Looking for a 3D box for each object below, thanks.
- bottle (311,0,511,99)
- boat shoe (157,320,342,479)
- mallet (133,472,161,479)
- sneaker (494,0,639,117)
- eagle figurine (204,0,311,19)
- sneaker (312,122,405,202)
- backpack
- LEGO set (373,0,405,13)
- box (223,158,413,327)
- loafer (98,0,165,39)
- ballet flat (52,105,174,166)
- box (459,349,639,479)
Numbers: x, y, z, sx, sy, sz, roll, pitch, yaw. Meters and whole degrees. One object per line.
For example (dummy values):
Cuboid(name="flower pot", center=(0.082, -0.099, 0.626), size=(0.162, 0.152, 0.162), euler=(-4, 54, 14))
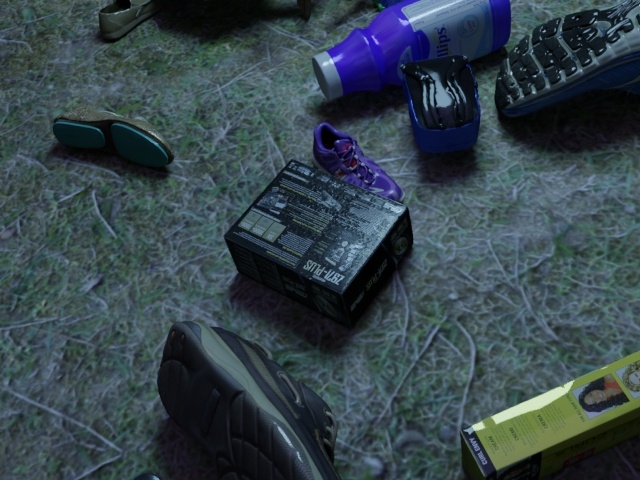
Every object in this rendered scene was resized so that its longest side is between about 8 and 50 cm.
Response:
Cuboid(name="bottle", center=(0.129, -0.281, 1.272), size=(0.283, 0.118, 0.092), euler=(-23, 52, -7))
Cuboid(name="boat shoe", center=(-0.041, 0.196, 0.912), size=(0.130, 0.132, 0.355), euler=(2, 32, -37))
Cuboid(name="mallet", center=(-0.106, 0.266, 0.934), size=(0.190, 0.062, 0.039), euler=(-4, 54, 8))
Cuboid(name="sneaker", center=(0.389, -0.227, 1.174), size=(0.330, 0.147, 0.129), euler=(-20, 43, 22))
Cuboid(name="eagle figurine", center=(-0.132, -0.467, 1.422), size=(0.298, 0.225, 0.226), euler=(25, 62, 8))
Cuboid(name="sneaker", center=(0.041, -0.095, 1.178), size=(0.068, 0.071, 0.170), euler=(-37, 55, -17))
Cuboid(name="backpack", center=(0.166, -0.172, 1.192), size=(0.098, 0.101, 0.120), euler=(-13, 55, 4))
Cuboid(name="LEGO set", center=(0.067, -0.375, 1.379), size=(0.093, 0.087, 0.227), euler=(-27, 51, -10))
Cuboid(name="box", center=(0.000, 0.000, 1.107), size=(0.180, 0.077, 0.147), euler=(24, 61, 27))
Cuboid(name="loafer", center=(-0.311, -0.393, 1.494), size=(0.056, 0.050, 0.148), euler=(25, 61, 27))
Cuboid(name="ballet flat", center=(-0.290, -0.159, 1.301), size=(0.206, 0.073, 0.067), euler=(16, 43, 18))
Cuboid(name="box", center=(0.257, 0.184, 0.909), size=(0.232, 0.087, 0.058), euler=(-22, 54, -7))
